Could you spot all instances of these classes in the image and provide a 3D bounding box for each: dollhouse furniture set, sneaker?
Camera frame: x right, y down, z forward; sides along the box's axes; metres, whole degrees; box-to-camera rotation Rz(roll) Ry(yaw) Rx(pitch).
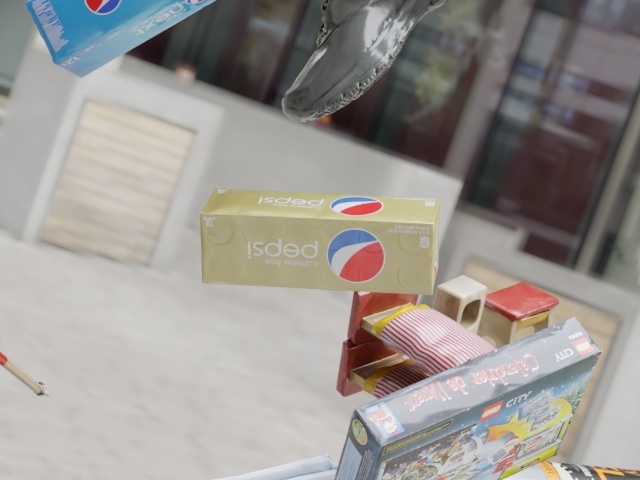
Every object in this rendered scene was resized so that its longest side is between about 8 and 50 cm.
[{"bbox_3d":[0.216,0.126,2.294,0.201,0.152,0.374,30,31,34],"label":"dollhouse furniture set"},{"bbox_3d":[0.043,-0.242,1.888,0.130,0.286,0.109,41,-17,-5],"label":"sneaker"}]

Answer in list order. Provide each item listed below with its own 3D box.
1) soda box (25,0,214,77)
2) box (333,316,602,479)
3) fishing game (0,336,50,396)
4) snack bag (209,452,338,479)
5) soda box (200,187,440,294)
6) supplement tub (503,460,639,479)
[{"bbox_3d":[-0.152,-0.229,1.640,0.067,0.210,0.071,63,8,11],"label":"soda box"},{"bbox_3d":[0.123,0.167,1.591,0.233,0.159,0.044,-20,55,-27],"label":"box"},{"bbox_3d":[-0.313,0.019,1.441,0.264,0.041,0.189,40,-9,22],"label":"fishing game"},{"bbox_3d":[0.026,0.388,2.285,0.342,0.323,0.037,-12,37,-4],"label":"snack bag"},{"bbox_3d":[0.000,0.000,1.415,0.181,0.061,0.058,3,22,7],"label":"soda box"},{"bbox_3d":[0.297,0.338,1.969,0.316,0.194,0.193,7,7,-13],"label":"supplement tub"}]
